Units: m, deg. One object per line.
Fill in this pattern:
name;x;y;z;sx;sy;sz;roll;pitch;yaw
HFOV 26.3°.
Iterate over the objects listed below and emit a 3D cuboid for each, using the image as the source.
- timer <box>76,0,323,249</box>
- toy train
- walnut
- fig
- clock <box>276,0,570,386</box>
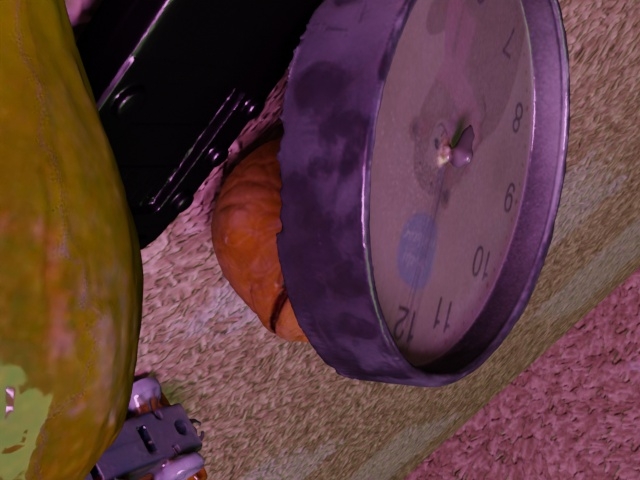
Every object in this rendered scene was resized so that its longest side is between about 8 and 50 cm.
timer;-0.092;-0.068;0.702;0.187;0.055;0.144;-51;161;21
toy train;-0.178;0.182;1.080;0.127;0.089;0.219;-38;166;33
walnut;0.000;0.000;0.895;0.144;0.144;0.180;-39;172;0
fig;-0.150;-0.019;0.547;0.206;0.206;0.275;-4;119;-60
clock;0.070;-0.048;0.797;0.280;0.055;0.281;-24;119;-55
